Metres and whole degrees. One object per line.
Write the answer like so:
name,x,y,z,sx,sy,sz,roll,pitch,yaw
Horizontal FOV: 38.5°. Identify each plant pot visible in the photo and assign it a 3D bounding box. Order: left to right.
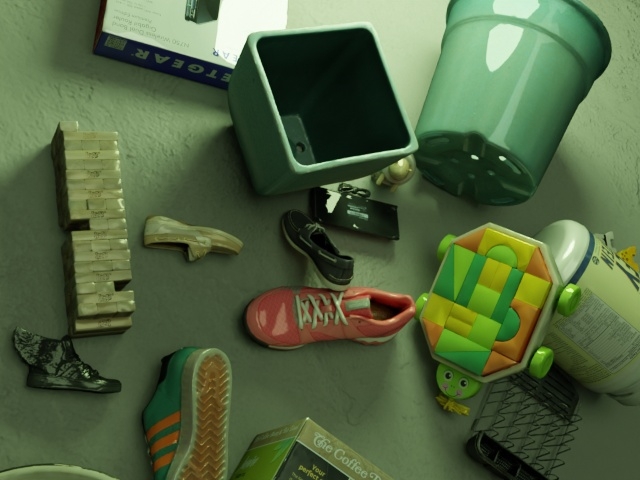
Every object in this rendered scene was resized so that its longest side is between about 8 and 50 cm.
plant pot,-0.027,-0.202,1.596,0.247,0.252,0.247,-13,79,-29
plant pot,0.348,-0.269,1.782,0.341,0.341,0.334,30,70,-14

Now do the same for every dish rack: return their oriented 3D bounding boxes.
dish rack,0.397,0.337,1.715,0.208,0.074,0.271,37,60,-11

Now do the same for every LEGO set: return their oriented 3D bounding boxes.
LEGO set,0.606,0.076,1.904,0.093,0.087,0.227,6,68,-25

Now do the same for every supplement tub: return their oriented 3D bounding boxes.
supplement tub,0.520,0.142,1.751,0.325,0.235,0.235,38,60,-10

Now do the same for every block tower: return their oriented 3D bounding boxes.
block tower,-0.363,-0.020,1.460,0.097,0.091,0.335,-3,74,-28

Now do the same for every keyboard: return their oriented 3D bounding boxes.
keyboard,0.065,-0.059,1.721,0.180,0.023,0.108,13,55,-23

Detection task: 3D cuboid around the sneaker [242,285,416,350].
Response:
sneaker,0.022,0.116,1.573,0.314,0.136,0.116,0,72,-26

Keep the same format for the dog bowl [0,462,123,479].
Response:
dog bowl,-0.358,0.502,1.164,0.408,0.150,0.408,4,50,-5

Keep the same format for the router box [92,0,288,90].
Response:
router box,-0.226,-0.444,1.685,0.336,0.082,0.301,12,67,-22

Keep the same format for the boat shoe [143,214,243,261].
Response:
boat shoe,-0.216,0.007,1.543,0.170,0.063,0.059,13,69,-11

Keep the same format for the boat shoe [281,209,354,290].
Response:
boat shoe,0.000,0.000,1.596,0.075,0.065,0.206,-4,40,-33

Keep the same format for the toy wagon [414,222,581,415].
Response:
toy wagon,0.291,0.149,1.632,0.068,0.267,0.344,19,94,-57

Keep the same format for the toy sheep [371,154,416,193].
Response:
toy sheep,0.139,-0.143,1.745,0.091,0.132,0.091,-3,111,-9

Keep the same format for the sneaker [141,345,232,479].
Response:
sneaker,-0.215,0.314,1.408,0.108,0.121,0.302,22,71,-45

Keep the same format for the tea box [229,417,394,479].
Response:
tea box,-0.008,0.498,1.372,0.329,0.220,0.323,38,61,-9

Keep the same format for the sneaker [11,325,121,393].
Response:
sneaker,-0.385,0.184,1.396,0.170,0.051,0.089,8,75,-20
